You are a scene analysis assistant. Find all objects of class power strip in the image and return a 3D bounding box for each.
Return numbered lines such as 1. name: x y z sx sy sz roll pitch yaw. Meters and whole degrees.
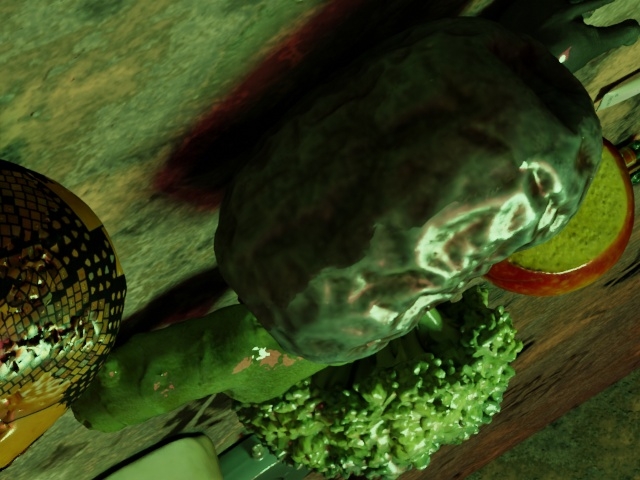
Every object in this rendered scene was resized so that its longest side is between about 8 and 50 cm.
1. power strip: -0.067 0.291 2.223 0.167 0.054 0.253 -40 163 8

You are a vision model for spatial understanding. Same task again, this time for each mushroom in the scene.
1. mushroom: -0.167 0.345 1.993 0.173 0.162 0.236 -30 164 -12

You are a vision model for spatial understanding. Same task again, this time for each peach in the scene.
1. peach: 0.218 -0.036 1.677 0.190 0.190 0.192 -41 161 18

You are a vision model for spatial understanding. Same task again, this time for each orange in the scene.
1. orange: -0.235 0.051 1.060 0.234 0.182 0.234 -26 150 -17

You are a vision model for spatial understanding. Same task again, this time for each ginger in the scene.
1. ginger: -0.093 0.115 1.566 0.289 0.089 0.137 -16 167 -9

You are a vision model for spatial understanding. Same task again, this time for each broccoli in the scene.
1. broccoli: 0.065 0.131 1.740 0.288 0.235 0.260 -35 169 -42

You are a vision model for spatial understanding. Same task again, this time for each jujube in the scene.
1. jujube: 0.063 -0.041 1.327 0.317 0.226 0.226 -39 163 19

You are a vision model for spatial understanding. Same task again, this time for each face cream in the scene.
1. face cream: 0.349 -0.173 1.828 0.115 0.020 0.038 -26 162 -18

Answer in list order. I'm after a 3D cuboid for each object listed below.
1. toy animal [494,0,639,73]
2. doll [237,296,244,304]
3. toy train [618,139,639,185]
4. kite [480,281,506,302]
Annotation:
1. toy animal: 0.164 -0.136 1.485 0.137 0.082 0.269 -9 153 -50
2. doll: 0.000 0.000 1.566 0.109 0.057 0.169 -11 153 -45
3. toy train: 0.358 -0.087 2.040 0.103 0.044 0.064 -29 151 -20
4. kite: 0.266 0.027 2.218 0.335 0.011 0.314 -44 161 24
